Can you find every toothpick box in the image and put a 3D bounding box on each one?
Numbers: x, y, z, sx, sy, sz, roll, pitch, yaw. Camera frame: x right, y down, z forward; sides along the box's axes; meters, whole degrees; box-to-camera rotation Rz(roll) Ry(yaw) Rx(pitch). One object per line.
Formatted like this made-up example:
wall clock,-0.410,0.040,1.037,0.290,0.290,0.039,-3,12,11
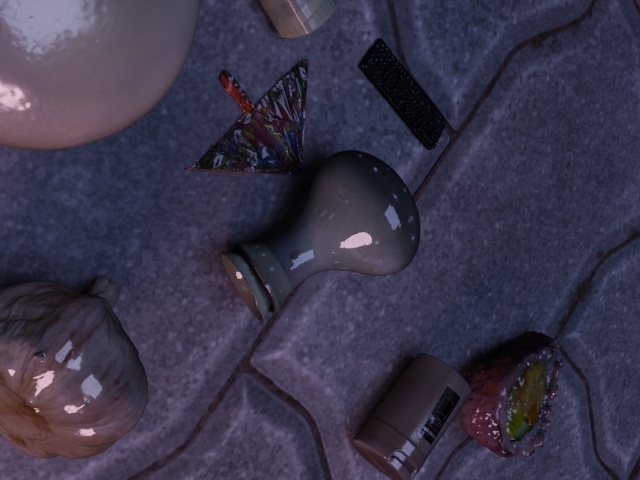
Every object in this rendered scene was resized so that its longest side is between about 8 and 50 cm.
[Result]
toothpick box,0.143,0.279,1.282,0.181,0.111,0.111,-49,125,-21

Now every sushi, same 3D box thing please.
sushi,0.326,0.251,1.419,0.161,0.107,0.241,33,72,-38

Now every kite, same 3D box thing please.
kite,-0.078,-0.147,1.080,0.232,0.009,0.189,-50,125,-18

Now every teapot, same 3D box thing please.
teapot,0.000,0.000,1.083,0.251,0.183,0.183,-31,118,-15
teapot,-0.052,-0.363,1.010,0.107,0.077,0.200,-50,125,-23

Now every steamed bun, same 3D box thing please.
steamed bun,-0.266,-0.246,0.790,0.324,0.206,0.324,-9,105,-37

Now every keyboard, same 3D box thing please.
keyboard,0.129,-0.216,1.221,0.195,0.018,0.060,43,71,-36

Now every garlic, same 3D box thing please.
garlic,-0.271,0.114,0.895,0.218,0.218,0.212,64,33,-28
